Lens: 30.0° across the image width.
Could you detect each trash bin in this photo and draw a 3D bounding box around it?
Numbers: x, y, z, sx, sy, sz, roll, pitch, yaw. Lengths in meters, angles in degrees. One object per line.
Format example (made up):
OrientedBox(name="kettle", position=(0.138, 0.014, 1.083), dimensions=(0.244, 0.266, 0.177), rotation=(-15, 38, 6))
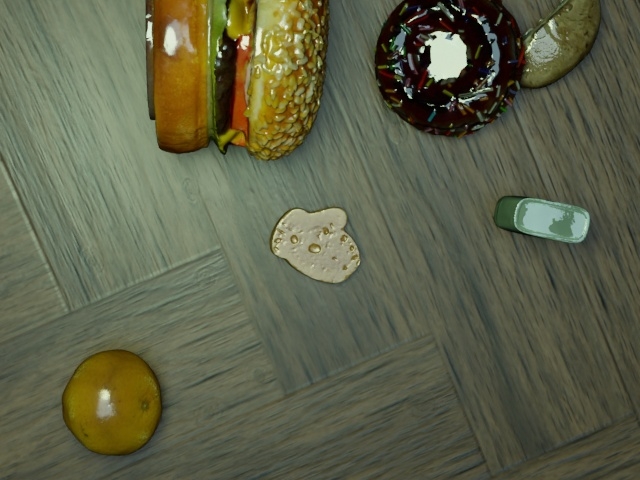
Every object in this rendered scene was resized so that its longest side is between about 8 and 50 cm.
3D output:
OrientedBox(name="trash bin", position=(0.330, -0.033, 1.789), dimensions=(0.116, 0.130, 0.059), rotation=(10, 92, -4))

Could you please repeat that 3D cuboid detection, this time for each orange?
OrientedBox(name="orange", position=(-0.310, 0.239, 1.755), dimensions=(0.136, 0.159, 0.159), rotation=(-2, 95, 30))

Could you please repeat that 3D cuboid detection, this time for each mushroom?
OrientedBox(name="mushroom", position=(0.360, -0.304, 1.802), dimensions=(0.209, 0.072, 0.094), rotation=(-41, 102, -1))

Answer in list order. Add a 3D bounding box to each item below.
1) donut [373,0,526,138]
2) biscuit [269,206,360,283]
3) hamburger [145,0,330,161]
OrientedBox(name="donut", position=(0.188, -0.269, 1.760), dimensions=(0.235, 0.089, 0.235), rotation=(1, 92, 13))
OrientedBox(name="biscuit", position=(0.000, 0.000, 1.820), dimensions=(0.140, 0.023, 0.118), rotation=(36, 91, -5))
OrientedBox(name="hamburger", position=(-0.113, -0.271, 1.650), dimensions=(0.250, 0.330, 0.330), rotation=(-1, 94, -5))
